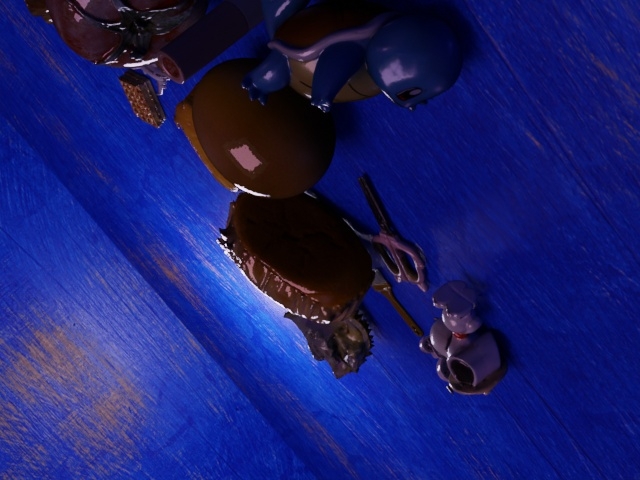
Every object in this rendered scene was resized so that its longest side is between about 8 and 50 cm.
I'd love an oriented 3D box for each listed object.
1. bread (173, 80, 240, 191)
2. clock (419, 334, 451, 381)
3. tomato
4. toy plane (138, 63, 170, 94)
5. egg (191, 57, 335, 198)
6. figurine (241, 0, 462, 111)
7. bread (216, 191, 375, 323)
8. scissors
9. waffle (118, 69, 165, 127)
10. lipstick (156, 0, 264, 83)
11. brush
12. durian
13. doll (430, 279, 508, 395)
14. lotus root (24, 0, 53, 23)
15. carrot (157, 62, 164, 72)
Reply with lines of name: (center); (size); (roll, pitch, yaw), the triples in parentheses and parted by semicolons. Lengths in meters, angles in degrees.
bread: (-0.212, -0.242, 2.007); (0.195, 0.142, 0.270); (15, 140, 55)
clock: (0.289, 0.265, 2.045); (0.129, 0.087, 0.041); (48, 162, 0)
tomato: (-0.369, -0.480, 1.680); (0.317, 0.316, 0.283); (94, 158, -60)
toy plane: (-0.404, -0.420, 2.145); (0.171, 0.065, 0.162); (22, 146, 41)
egg: (-0.116, -0.225, 1.736); (0.322, 0.250, 0.250); (43, 158, 25)
figurine: (0.036, -0.300, 1.439); (0.416, 0.243, 0.297); (35, -162, 32)
bread: (-0.053, 0.020, 2.036); (0.388, 0.236, 0.183); (35, 142, 15)
scissors: (0.148, -0.015, 1.912); (0.160, 0.024, 0.318); (20, 146, 49)
waffle: (-0.476, -0.379, 2.362); (0.102, 0.042, 0.148); (27, 150, 35)
lipstick: (-0.177, -0.381, 1.577); (0.070, 0.254, 0.070); (37, 156, 20)
brush: (0.183, 0.153, 2.144); (0.218, 0.010, 0.082); (50, 156, -11)
durian: (0.042, 0.253, 2.348); (0.172, 0.166, 0.306); (19, 145, 43)
doll: (0.308, 0.217, 1.866); (0.208, 0.144, 0.271); (49, 163, 19)
lotus root: (-0.579, -0.644, 1.849); (0.390, 0.111, 0.375); (89, 173, -86)
carrot: (-0.316, -0.426, 1.974); (0.082, 0.082, 0.173); (53, 149, -14)
